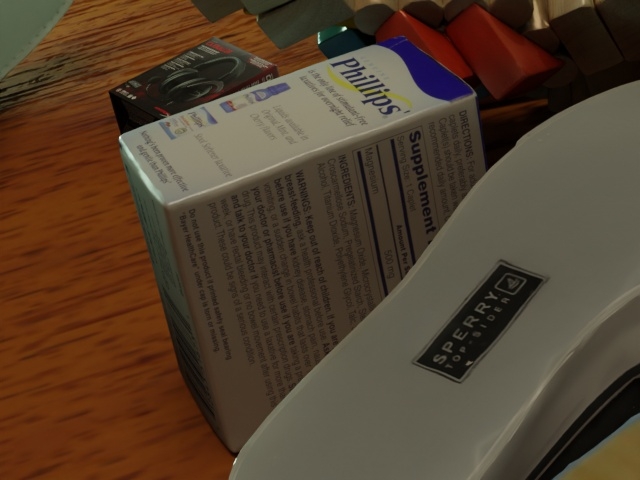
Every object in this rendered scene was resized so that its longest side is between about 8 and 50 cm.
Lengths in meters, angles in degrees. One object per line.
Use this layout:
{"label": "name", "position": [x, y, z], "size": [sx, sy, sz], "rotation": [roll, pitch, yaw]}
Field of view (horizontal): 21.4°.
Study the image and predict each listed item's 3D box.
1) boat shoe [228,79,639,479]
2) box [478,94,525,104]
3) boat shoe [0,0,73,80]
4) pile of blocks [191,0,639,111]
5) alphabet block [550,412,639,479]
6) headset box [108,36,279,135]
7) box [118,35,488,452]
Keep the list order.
{"label": "boat shoe", "position": [0.092, 0.050, 0.634], "size": [0.113, 0.105, 0.306], "rotation": [20, 51, 33]}
{"label": "box", "position": [0.171, -0.222, 0.912], "size": [0.345, 0.215, 0.168], "rotation": [-11, 34, 2]}
{"label": "boat shoe", "position": [-0.240, -0.081, 0.935], "size": [0.302, 0.113, 0.103], "rotation": [-42, 44, -22]}
{"label": "pile of blocks", "position": [0.104, -0.089, 0.801], "size": [0.362, 0.149, 0.112], "rotation": [3, 48, -3]}
{"label": "alphabet block", "position": [0.102, 0.178, 0.362], "size": [0.193, 0.192, 0.197], "rotation": [-33, 39, -25]}
{"label": "headset box", "position": [-0.065, -0.079, 0.938], "size": [0.083, 0.032, 0.062], "rotation": [-31, 38, -25]}
{"label": "box", "position": [0.000, 0.000, 0.715], "size": [0.137, 0.126, 0.072], "rotation": [-20, 33, -14]}
